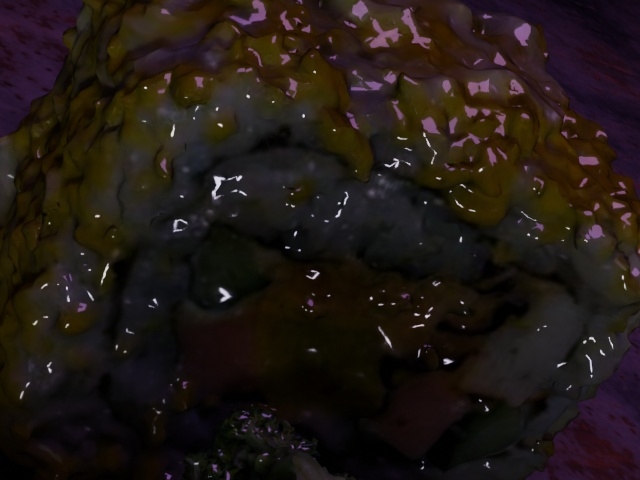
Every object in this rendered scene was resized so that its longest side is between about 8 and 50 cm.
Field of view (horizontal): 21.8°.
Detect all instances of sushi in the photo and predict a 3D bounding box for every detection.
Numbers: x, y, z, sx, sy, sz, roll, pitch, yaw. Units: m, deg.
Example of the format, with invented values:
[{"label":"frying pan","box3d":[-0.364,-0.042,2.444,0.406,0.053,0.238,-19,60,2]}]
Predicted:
[{"label":"sushi","box3d":[0.000,0.000,1.040,0.396,0.351,0.240,20,27,-21]}]

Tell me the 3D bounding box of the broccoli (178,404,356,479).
[{"label":"broccoli","box3d":[-0.020,0.187,0.904,0.195,0.156,0.195,19,33,-13]}]
